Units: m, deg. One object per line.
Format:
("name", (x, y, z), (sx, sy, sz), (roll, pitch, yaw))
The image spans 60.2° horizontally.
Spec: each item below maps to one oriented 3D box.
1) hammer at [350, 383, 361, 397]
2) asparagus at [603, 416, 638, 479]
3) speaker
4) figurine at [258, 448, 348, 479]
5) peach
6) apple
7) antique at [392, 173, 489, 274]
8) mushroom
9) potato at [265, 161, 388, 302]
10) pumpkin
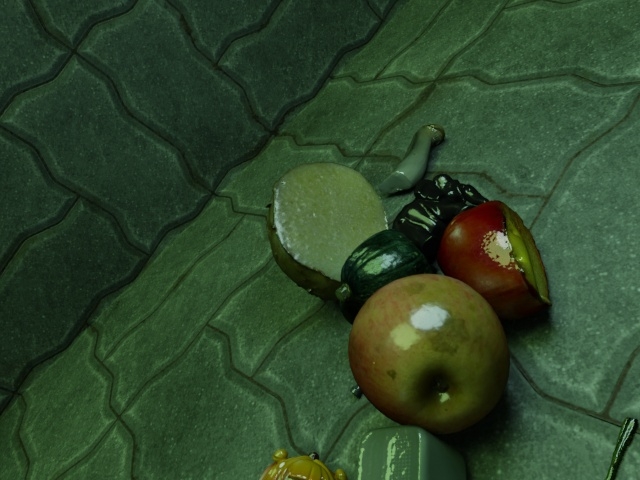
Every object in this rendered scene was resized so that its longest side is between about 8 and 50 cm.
("hammer", (0.198, 0.409, 1.436), (0.137, 0.037, 0.290), (-49, 31, -9))
("asparagus", (0.544, 0.433, 1.034), (0.023, 0.022, 0.232), (32, 67, 12))
("speaker", (0.168, 0.578, 1.076), (0.183, 0.184, 0.405), (-18, 44, 30))
("figurine", (-0.061, 0.645, 1.277), (0.320, 0.196, 0.322), (18, 64, 7))
("peach", (0.452, 0.051, 1.381), (0.281, 0.281, 0.338), (-44, 27, -4))
("apple", (0.247, 0.255, 1.240), (0.364, 0.364, 0.363), (-29, 33, 21))
("antique", (0.355, -0.056, 1.704), (0.322, 0.185, 0.255), (-39, 32, 12))
("mushroom", (0.352, -0.316, 2.097), (0.159, 0.122, 0.328), (12, 58, 43))
("potato", (0.000, 0.000, 1.839), (0.319, 0.386, 0.441), (119, 137, -60))
("pumpkin", (0.198, 0.144, 1.537), (0.264, 0.292, 0.197), (-22, 36, -23))
